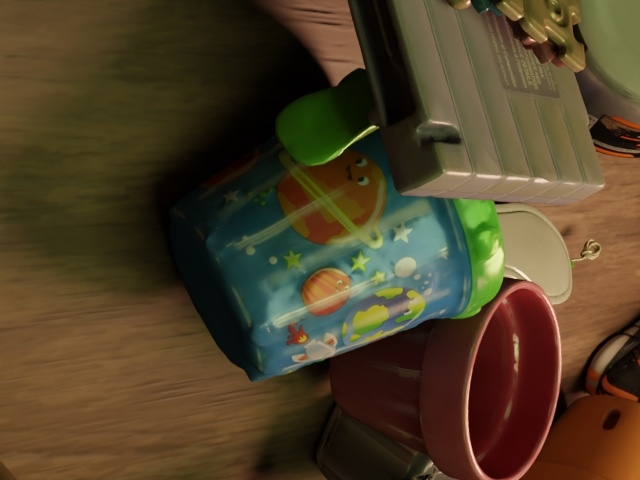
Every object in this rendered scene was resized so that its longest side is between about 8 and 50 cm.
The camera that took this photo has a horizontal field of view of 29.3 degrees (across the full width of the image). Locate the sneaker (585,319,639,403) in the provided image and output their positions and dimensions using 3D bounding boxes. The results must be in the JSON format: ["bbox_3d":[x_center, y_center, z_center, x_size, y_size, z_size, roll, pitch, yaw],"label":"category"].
[{"bbox_3d":[0.540,0.162,1.734,0.321,0.180,0.125,-38,137,-23],"label":"sneaker"}]

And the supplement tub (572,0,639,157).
[{"bbox_3d":[0.310,-0.191,1.153,0.207,0.207,0.338,-57,174,-1],"label":"supplement tub"}]

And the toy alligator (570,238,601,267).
[{"bbox_3d":[0.264,0.045,1.477,0.189,0.056,0.051,-23,172,-37],"label":"toy alligator"}]

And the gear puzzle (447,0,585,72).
[{"bbox_3d":[0.135,-0.296,0.981,0.175,0.044,0.339,29,50,-37],"label":"gear puzzle"}]

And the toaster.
[{"bbox_3d":[0.098,0.243,1.354,0.227,0.146,0.129,4,111,-48],"label":"toaster"}]

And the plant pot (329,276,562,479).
[{"bbox_3d":[0.117,0.130,1.224,0.201,0.180,0.201,-10,102,-52],"label":"plant pot"}]

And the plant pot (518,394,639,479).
[{"bbox_3d":[0.389,0.347,1.646,0.203,0.290,0.291,-56,144,-29],"label":"plant pot"}]

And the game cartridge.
[{"bbox_3d":[0.100,-0.200,0.965,0.230,0.068,0.355,4,67,-51],"label":"game cartridge"}]

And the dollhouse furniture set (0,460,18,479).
[{"bbox_3d":[-0.277,0.264,0.993,0.144,0.123,0.151,-15,125,-40],"label":"dollhouse furniture set"}]

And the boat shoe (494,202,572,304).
[{"bbox_3d":[0.176,0.014,1.334,0.302,0.091,0.114,21,60,-49],"label":"boat shoe"}]

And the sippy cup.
[{"bbox_3d":[0.000,0.000,1.049,0.224,0.240,0.306,-27,117,-17],"label":"sippy cup"}]
